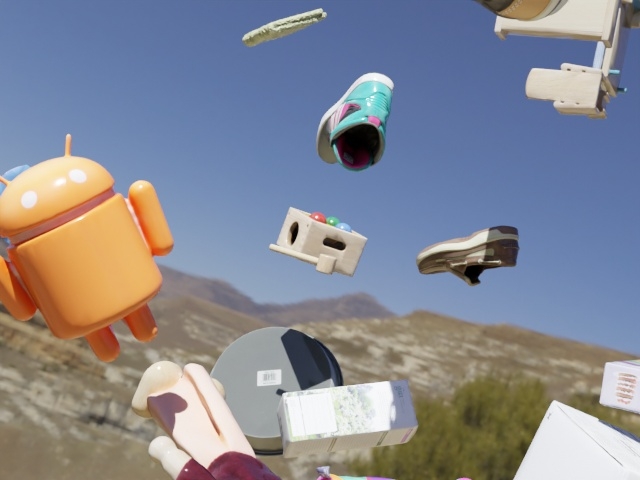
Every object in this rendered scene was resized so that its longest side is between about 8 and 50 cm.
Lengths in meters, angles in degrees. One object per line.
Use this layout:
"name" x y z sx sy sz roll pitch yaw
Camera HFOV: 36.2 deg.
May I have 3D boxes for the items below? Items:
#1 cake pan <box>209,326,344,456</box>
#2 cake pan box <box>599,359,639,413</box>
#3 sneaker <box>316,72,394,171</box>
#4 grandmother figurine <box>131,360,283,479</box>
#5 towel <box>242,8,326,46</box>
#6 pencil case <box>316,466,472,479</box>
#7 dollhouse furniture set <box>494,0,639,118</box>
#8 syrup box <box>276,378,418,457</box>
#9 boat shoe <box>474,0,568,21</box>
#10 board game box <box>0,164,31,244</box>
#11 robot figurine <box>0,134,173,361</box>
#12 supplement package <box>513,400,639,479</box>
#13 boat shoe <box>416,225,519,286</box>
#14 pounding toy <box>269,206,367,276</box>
"cake pan" -0.099 0.299 2.019 0.293 0.293 0.054 16 -31 20
"cake pan box" 0.567 0.227 1.398 0.266 0.070 0.245 10 4 37
"sneaker" 0.064 -0.213 2.150 0.123 0.178 0.295 22 -37 -13
"grandmother figurine" -0.089 0.246 1.025 0.207 0.104 0.342 19 12 -40
"towel" -0.068 -0.410 1.892 0.148 0.027 0.110 -25 9 -37
"pencil case" 0.093 0.339 1.217 0.236 0.105 0.104 11 -4 -24
"dollhouse furniture set" 0.458 -0.348 1.807 0.198 0.287 0.303 10 -3 26
"syrup box" 0.048 0.321 1.766 0.236 0.093 0.096 -4 -30 -13
"boat shoe" 0.168 -0.480 1.311 0.156 0.500 0.187 -3 -40 -26
"board game box" -0.536 -0.052 1.777 0.033 0.133 0.168 11 -25 46
"robot figurine" -0.242 0.012 0.981 0.158 0.219 0.128 -19 13 24
"supplement package" 0.367 0.366 1.297 0.145 0.204 0.262 24 6 -9
"boat shoe" 0.291 0.046 1.977 0.095 0.095 0.257 6 -18 -36
"pounding toy" -0.006 -0.001 1.883 0.181 0.094 0.206 19 6 -25
